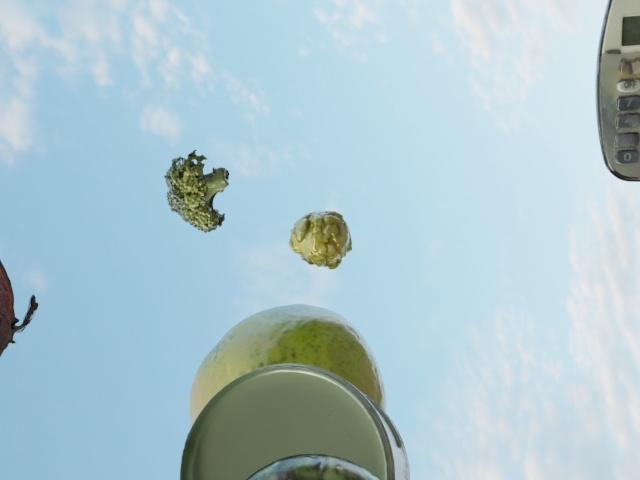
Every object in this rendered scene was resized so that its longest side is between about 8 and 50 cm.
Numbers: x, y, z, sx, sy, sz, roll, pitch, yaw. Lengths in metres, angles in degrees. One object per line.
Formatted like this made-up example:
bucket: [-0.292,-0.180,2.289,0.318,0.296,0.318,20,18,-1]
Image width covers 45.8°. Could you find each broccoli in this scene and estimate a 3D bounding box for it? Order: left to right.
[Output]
broccoli: [-0.159,-0.063,1.008,0.095,0.092,0.097,106,138,-81]

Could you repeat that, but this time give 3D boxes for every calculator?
calculator: [0.415,-0.190,0.895,0.040,0.177,0.268,-74,-18,-76]

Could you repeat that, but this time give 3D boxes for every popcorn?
popcorn: [0.000,0.000,1.345,0.116,0.121,0.106,-22,-75,-22]

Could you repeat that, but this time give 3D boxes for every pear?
pear: [-0.059,0.303,1.365,0.391,0.391,0.391,28,-128,-43]

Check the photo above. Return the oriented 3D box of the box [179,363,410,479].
box: [-0.023,0.256,0.825,0.149,0.226,0.226,55,-153,-68]

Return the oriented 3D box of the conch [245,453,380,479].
conch: [0.003,0.268,0.626,0.181,0.124,0.187,2,-127,-42]

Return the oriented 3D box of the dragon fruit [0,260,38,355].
dragon fruit: [-0.437,0.072,0.754,0.218,0.148,0.224,57,-145,-9]
